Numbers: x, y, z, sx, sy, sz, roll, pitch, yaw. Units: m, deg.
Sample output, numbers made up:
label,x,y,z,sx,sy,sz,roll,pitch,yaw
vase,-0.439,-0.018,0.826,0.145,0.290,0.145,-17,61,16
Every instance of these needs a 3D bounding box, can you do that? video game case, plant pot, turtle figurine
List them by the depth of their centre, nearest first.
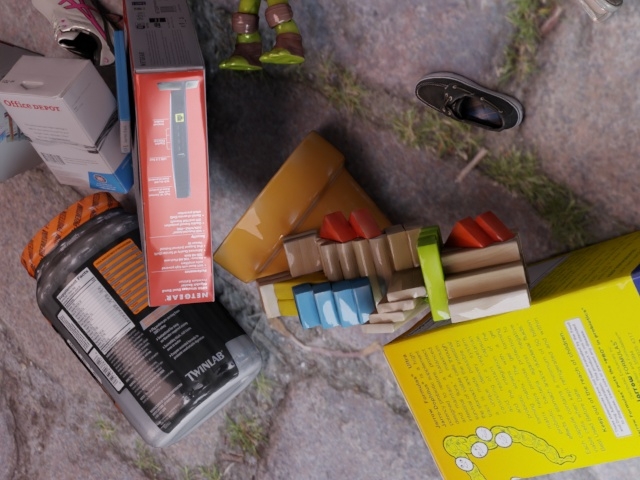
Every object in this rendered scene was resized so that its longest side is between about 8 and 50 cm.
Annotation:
label,x,y,z,sx,sy,sz,roll,pitch,yaw
turtle figurine,-0.084,-0.319,1.705,0.270,0.087,0.217,-2,88,24
plant pot,0.000,0.000,1.743,0.188,0.205,0.205,39,132,-2
video game case,-0.259,-0.191,1.833,0.166,0.015,0.119,123,141,-77

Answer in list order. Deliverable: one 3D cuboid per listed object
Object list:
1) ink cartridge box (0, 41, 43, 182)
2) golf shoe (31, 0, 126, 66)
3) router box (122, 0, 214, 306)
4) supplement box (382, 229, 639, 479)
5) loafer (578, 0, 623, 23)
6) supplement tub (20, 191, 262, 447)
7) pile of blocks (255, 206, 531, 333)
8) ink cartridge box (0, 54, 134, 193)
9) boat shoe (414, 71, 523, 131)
label,x,y,z,sx,sy,sz,roll,pitch,yaw
ink cartridge box,-0.494,-0.191,2.078,0.128,0.127,0.176,21,123,29
golf shoe,-0.339,-0.301,1.929,0.186,0.086,0.067,33,130,24
router box,-0.193,-0.127,1.757,0.335,0.082,0.301,-111,19,-63
supplement box,0.285,0.127,1.550,0.357,0.194,0.195,-20,98,40
loafer,0.264,-0.282,1.483,0.125,0.045,0.039,49,139,5
supplement tub,-0.257,0.108,1.981,0.338,0.207,0.207,50,133,9
pile of blocks,0.060,0.024,1.528,0.362,0.149,0.112,-6,105,33
ink cartridge box,-0.343,-0.161,1.952,0.140,0.082,0.190,9,143,35
boat shoe,0.165,-0.160,1.622,0.142,0.040,0.049,20,122,30
